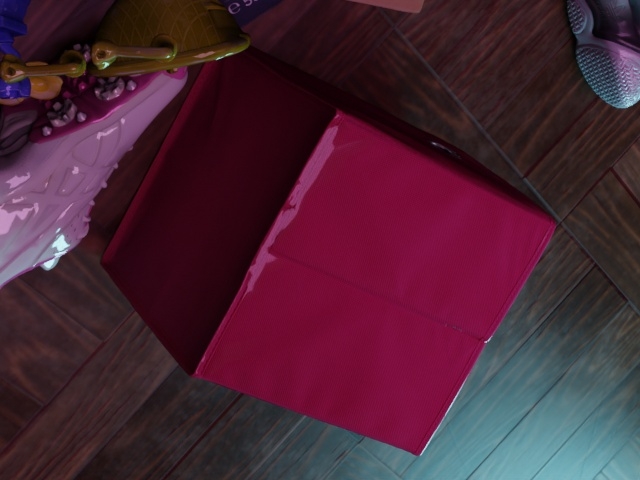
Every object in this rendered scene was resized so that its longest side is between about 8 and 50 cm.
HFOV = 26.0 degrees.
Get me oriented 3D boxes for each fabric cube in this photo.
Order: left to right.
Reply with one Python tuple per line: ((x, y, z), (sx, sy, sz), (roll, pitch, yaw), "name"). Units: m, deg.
((0.000, 0.000, 1.259), (0.258, 0.254, 0.259), (24, 100, -33), "fabric cube")

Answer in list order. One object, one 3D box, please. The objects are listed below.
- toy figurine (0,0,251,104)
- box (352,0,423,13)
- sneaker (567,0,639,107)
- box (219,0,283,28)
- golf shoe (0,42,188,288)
((-0.252, -0.214, 1.032), (0.362, 0.191, 0.217), (-7, 93, 18), "toy figurine")
((0.011, -0.262, 1.041), (0.201, 0.021, 0.164), (6, 119, -25), "box")
((0.330, -0.276, 1.406), (0.153, 0.101, 0.268), (-28, 129, -16), "sneaker")
((-0.045, -0.373, 1.079), (0.296, 0.183, 0.294), (-33, 123, 1), "box")
((-0.233, -0.061, 1.202), (0.306, 0.115, 0.140), (-35, 134, -1), "golf shoe")
